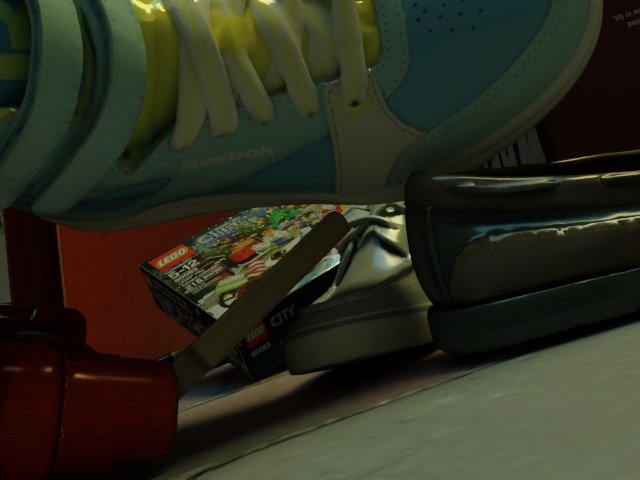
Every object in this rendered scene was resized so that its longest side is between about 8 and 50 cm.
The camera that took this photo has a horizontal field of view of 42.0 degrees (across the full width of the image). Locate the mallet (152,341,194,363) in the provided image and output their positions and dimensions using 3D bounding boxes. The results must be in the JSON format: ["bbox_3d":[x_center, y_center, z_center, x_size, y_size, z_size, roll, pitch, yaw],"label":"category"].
[{"bbox_3d":[-0.111,0.082,0.650,0.190,0.062,0.039,-18,2,-15],"label":"mallet"}]

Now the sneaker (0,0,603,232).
[{"bbox_3d":[-0.046,-0.073,0.346,0.319,0.127,0.208,-15,-7,17],"label":"sneaker"}]

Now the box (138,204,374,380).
[{"bbox_3d":[0.000,0.000,0.626,0.233,0.044,0.159,-31,29,-23],"label":"box"}]

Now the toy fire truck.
[{"bbox_3d":[-0.125,0.054,0.398,0.246,0.158,0.217,8,-7,-23],"label":"toy fire truck"}]

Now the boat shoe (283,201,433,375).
[{"bbox_3d":[0.042,0.017,0.482,0.079,0.081,0.227,-19,-2,31],"label":"boat shoe"}]

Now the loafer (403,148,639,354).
[{"bbox_3d":[0.165,-0.028,0.349,0.268,0.084,0.096,-18,-1,5],"label":"loafer"}]

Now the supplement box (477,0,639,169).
[{"bbox_3d":[0.191,-0.091,0.495,0.191,0.194,0.129,-18,0,-7],"label":"supplement box"}]

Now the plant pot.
[{"bbox_3d":[-0.166,0.013,0.822,0.236,0.267,0.267,-5,-8,-29],"label":"plant pot"}]
